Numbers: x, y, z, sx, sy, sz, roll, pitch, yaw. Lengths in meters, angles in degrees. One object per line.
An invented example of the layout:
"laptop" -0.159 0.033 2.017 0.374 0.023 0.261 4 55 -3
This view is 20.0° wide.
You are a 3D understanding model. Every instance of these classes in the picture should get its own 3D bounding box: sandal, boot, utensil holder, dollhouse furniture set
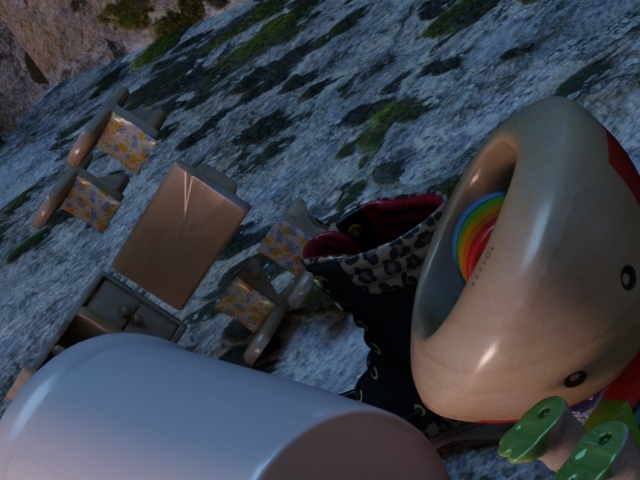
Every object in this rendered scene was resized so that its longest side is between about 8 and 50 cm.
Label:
"sandal" 0.000 0.000 2.655 0.049 0.072 0.180 -57 27 2
"boot" 0.070 0.109 2.007 0.377 0.284 0.138 -16 28 37
"utensil holder" -0.100 0.281 1.804 0.385 0.327 0.327 9 47 47
"dollhouse furniture set" -0.240 0.070 2.480 0.394 0.362 0.256 -54 5 39

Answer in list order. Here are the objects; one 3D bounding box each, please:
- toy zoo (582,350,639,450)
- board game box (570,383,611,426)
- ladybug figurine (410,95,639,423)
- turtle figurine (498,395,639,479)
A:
"toy zoo" 0.332 0.159 1.647 0.030 0.192 0.293 4 43 42
"board game box" 0.338 0.126 1.764 0.060 0.194 0.194 2 62 47
"ladybug figurine" 0.199 0.026 1.656 0.449 0.162 0.305 -90 24 -77
"turtle figurine" 0.235 0.274 1.457 0.274 0.266 0.198 -31 24 18
